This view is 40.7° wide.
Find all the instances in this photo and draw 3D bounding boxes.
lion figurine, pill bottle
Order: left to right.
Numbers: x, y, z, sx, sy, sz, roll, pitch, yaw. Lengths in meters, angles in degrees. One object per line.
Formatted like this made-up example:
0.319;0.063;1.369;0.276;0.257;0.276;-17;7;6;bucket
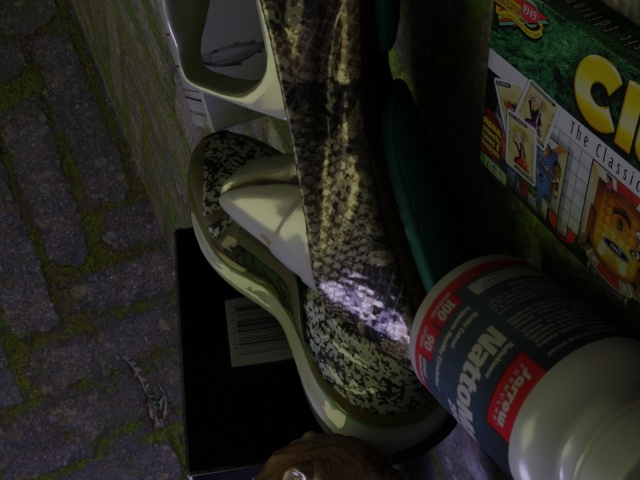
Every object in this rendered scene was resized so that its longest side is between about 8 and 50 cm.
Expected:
0.083;0.291;0.758;0.240;0.392;0.142;-44;31;39;lion figurine
0.138;0.090;0.501;0.180;0.107;0.108;-136;30;-57;pill bottle

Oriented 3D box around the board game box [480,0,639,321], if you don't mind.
0.163;-0.023;0.425;0.136;0.030;0.260;88;156;-43;board game box

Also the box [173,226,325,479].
-0.056;0.198;1.011;0.343;0.178;0.313;-103;8;-45;box

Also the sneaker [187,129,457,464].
0.000;0.000;0.819;0.410;0.158;0.182;51;151;32;sneaker

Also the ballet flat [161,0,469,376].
-0.004;-0.107;0.588;0.164;0.181;0.483;-64;-35;-61;ballet flat

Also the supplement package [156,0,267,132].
-0.107;-0.222;0.943;0.105;0.105;0.179;-150;42;-66;supplement package
